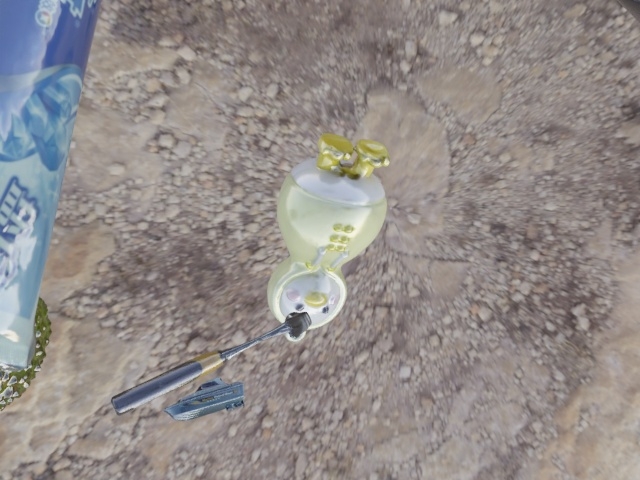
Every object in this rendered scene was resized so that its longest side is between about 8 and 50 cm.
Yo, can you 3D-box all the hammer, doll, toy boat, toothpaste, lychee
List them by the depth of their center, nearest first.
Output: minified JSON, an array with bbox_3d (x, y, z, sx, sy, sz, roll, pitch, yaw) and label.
[{"bbox_3d":[-0.117,-0.085,0.407,0.047,0.069,0.269,10,77,1],"label":"toothpaste"},{"bbox_3d":[-0.099,0.112,0.941,0.201,0.078,0.021,-24,90,-12],"label":"hammer"},{"bbox_3d":[-0.376,0.113,1.115,0.171,0.171,0.171,0,92,4],"label":"lychee"},{"bbox_3d":[0.004,0.006,1.288,0.141,0.117,0.296,3,112,-24],"label":"doll"},{"bbox_3d":[-0.200,0.275,1.733,0.141,0.055,0.060,-14,70,-18],"label":"toy boat"}]

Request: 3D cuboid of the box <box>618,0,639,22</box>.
[{"bbox_3d":[0.593,-0.277,1.489,0.290,0.289,0.073,24,106,-39],"label":"box"}]
